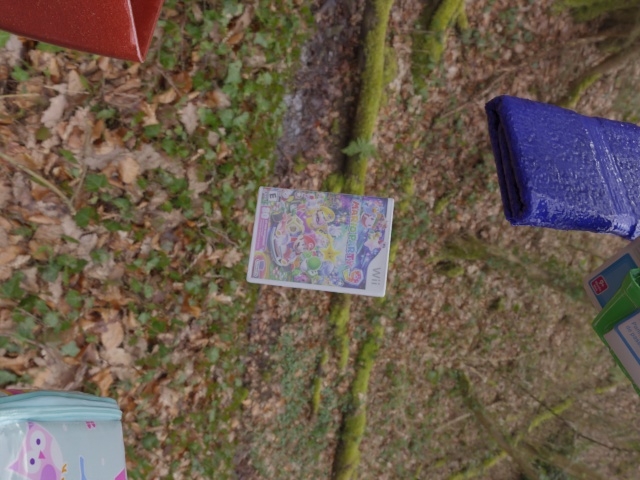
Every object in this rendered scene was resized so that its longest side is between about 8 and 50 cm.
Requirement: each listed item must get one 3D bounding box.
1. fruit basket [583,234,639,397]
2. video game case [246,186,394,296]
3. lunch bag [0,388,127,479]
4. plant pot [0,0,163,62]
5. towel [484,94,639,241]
[{"bbox_3d":[0.519,0.087,0.659,0.165,0.327,0.353,-6,147,-28],"label":"fruit basket"},{"bbox_3d":[0.000,0.000,0.488,0.011,0.121,0.087,65,32,-78],"label":"video game case"},{"bbox_3d":[-0.285,0.175,0.366,0.224,0.279,0.108,86,-9,-75],"label":"lunch bag"},{"bbox_3d":[-0.290,-0.358,0.529,0.267,0.235,0.267,96,-7,-47],"label":"plant pot"},{"bbox_3d":[0.403,-0.103,0.863,0.308,0.076,0.228,7,60,-20],"label":"towel"}]
